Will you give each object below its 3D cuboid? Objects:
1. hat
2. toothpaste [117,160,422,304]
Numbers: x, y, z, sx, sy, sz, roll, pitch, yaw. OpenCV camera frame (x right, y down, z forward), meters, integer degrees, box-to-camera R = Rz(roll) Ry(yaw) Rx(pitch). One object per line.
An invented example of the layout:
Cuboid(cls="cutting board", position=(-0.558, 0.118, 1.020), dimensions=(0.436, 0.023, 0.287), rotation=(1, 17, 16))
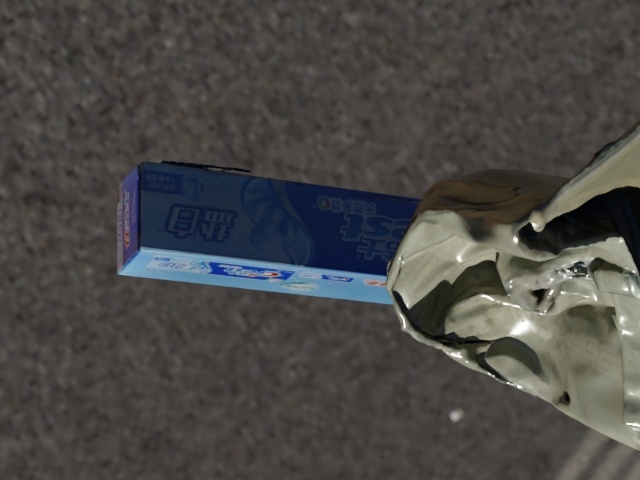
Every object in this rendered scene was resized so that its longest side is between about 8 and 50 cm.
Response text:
Cuboid(cls="hat", position=(0.164, -0.016, 1.033), dimensions=(0.245, 0.149, 0.214), rotation=(-47, 135, -14))
Cuboid(cls="toothpaste", position=(0.000, 0.000, 1.267), dimensions=(0.272, 0.066, 0.053), rotation=(7, 156, -23))
